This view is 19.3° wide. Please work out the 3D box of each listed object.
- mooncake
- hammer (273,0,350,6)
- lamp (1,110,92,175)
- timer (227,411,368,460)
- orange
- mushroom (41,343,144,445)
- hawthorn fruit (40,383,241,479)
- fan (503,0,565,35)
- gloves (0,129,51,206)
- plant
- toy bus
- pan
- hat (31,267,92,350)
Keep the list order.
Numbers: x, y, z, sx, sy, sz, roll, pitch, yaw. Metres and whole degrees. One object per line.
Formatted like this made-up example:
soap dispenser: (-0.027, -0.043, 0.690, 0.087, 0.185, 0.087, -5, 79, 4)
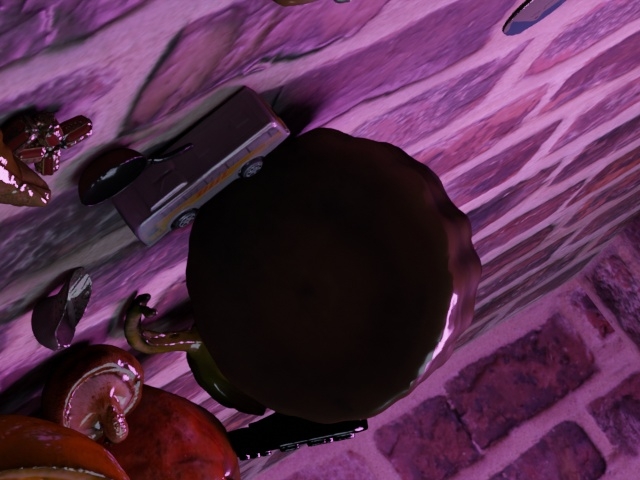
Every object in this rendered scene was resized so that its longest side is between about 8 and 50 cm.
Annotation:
mooncake: (0.013, 0.032, 1.891, 0.290, 0.290, 0.161, -40, 172, 16)
hammer: (0.095, -0.253, 1.505, 0.305, 0.113, 0.202, -24, 162, -17)
lamp: (-0.216, -0.076, 1.440, 0.063, 0.031, 0.083, -42, 164, 20)
timer: (-0.037, 0.232, 2.324, 0.144, 0.055, 0.187, -8, 174, -25)
orange: (-0.350, 0.309, 2.028, 0.310, 0.274, 0.274, 1, -175, 25)
mushroom: (-0.255, 0.172, 2.119, 0.127, 0.087, 0.127, -24, 130, -32)
hawthorn fruit: (-0.202, 0.295, 2.258, 0.298, 0.277, 0.277, -6, 176, 16)
fan: (0.244, -0.267, 2.066, 0.113, 0.005, 0.175, -37, 170, 5)
gloves: (-0.268, -0.044, 1.150, 0.154, 0.141, 0.331, -59, 166, -21)
plant: (-0.139, 0.095, 2.260, 0.333, 0.180, 0.251, 17, 141, -34)
toy bus: (-0.111, -0.067, 1.712, 0.172, 0.057, 0.072, -38, 162, 2)
pan: (-0.163, -0.067, 1.631, 0.115, 0.023, 0.068, -27, 164, -29)
hat: (-0.259, 0.064, 1.858, 0.058, 0.042, 0.087, -26, 133, -70)
